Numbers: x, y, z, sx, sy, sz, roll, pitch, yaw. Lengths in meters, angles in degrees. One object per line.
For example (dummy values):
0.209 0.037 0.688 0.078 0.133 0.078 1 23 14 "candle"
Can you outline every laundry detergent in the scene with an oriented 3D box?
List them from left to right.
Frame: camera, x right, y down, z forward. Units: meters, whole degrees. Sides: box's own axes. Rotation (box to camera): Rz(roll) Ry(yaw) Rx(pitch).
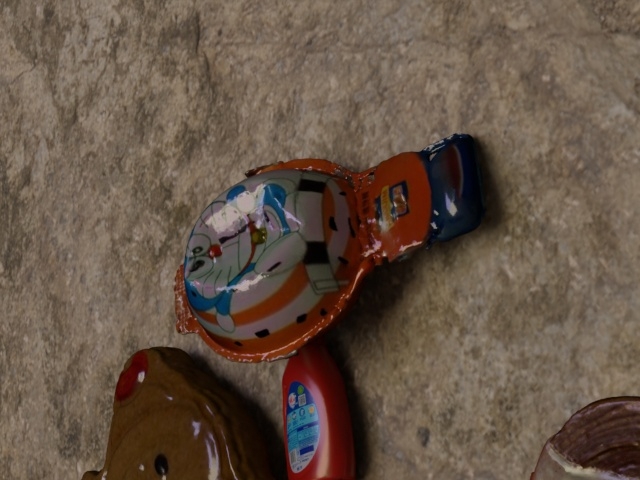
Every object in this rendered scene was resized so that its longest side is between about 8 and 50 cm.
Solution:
-0.008 0.152 1.443 0.097 0.049 0.165 -33 58 51 "laundry detergent"

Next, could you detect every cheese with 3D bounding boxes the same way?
0.000 0.000 1.388 0.329 0.129 0.217 -22 52 27 "cheese"

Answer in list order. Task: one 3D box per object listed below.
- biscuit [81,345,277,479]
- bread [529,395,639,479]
-0.145 0.292 1.547 0.359 0.074 0.381 -38 61 41 "biscuit"
0.244 0.211 1.082 0.224 0.142 0.212 -53 53 30 "bread"
